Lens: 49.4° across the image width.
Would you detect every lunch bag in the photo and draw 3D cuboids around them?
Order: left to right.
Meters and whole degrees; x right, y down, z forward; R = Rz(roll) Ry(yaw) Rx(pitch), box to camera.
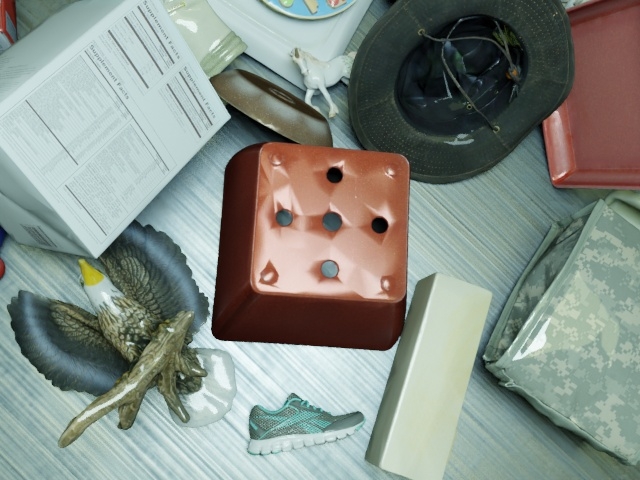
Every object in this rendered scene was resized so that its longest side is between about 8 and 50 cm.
[{"bbox_3d":[0.383,0.134,0.972,0.235,0.169,0.287,36,72,0],"label":"lunch bag"}]

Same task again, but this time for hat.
[{"bbox_3d":[0.191,-0.255,1.019,0.331,0.331,0.134,1,37,-8],"label":"hat"}]

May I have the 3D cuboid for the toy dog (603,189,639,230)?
[{"bbox_3d":[0.700,-0.125,1.013,0.395,0.284,0.408,39,75,0],"label":"toy dog"}]

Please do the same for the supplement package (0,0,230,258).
[{"bbox_3d":[-0.294,-0.145,0.848,0.262,0.199,0.198,-54,131,-30],"label":"supplement package"}]

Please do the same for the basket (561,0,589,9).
[{"bbox_3d":[0.493,-0.438,1.020,0.331,0.328,0.266,-22,85,-12],"label":"basket"}]

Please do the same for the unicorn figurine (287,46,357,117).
[{"bbox_3d":[0.009,-0.239,1.026,0.162,0.060,0.111,-32,111,-44],"label":"unicorn figurine"}]

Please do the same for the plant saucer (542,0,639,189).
[{"bbox_3d":[0.398,-0.201,0.964,0.048,0.259,0.258,-14,99,-15],"label":"plant saucer"}]

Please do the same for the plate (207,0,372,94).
[{"bbox_3d":[-0.051,-0.405,1.046,0.278,0.045,0.277,30,81,-13],"label":"plate"}]

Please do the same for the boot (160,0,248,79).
[{"bbox_3d":[-0.230,-0.275,1.006,0.213,0.077,0.165,-33,114,18],"label":"boot"}]

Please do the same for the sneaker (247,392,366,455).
[{"bbox_3d":[-0.021,0.244,0.949,0.167,0.065,0.076,-8,76,-11],"label":"sneaker"}]

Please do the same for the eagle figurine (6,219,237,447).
[{"bbox_3d":[-0.249,0.100,0.872,0.226,0.298,0.225,-5,105,-32],"label":"eagle figurine"}]

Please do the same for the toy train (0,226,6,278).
[{"bbox_3d":[-0.502,0.020,0.910,0.143,0.105,0.248,15,77,6],"label":"toy train"}]

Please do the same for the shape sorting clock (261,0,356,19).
[{"bbox_3d":[-0.021,-0.422,1.009,0.206,0.040,0.206,0,89,-15],"label":"shape sorting clock"}]

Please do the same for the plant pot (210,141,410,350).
[{"bbox_3d":[0.000,0.000,0.910,0.268,0.236,0.267,5,79,-7],"label":"plant pot"}]

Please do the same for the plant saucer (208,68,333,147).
[{"bbox_3d":[-0.060,-0.186,0.961,0.199,0.198,0.036,32,105,-1],"label":"plant saucer"}]

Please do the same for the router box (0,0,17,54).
[{"bbox_3d":[-0.618,-0.404,0.981,0.336,0.082,0.301,-6,80,-9],"label":"router box"}]

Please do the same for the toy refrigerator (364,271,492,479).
[{"bbox_3d":[0.152,0.190,0.962,0.094,0.102,0.269,20,76,-4],"label":"toy refrigerator"}]
